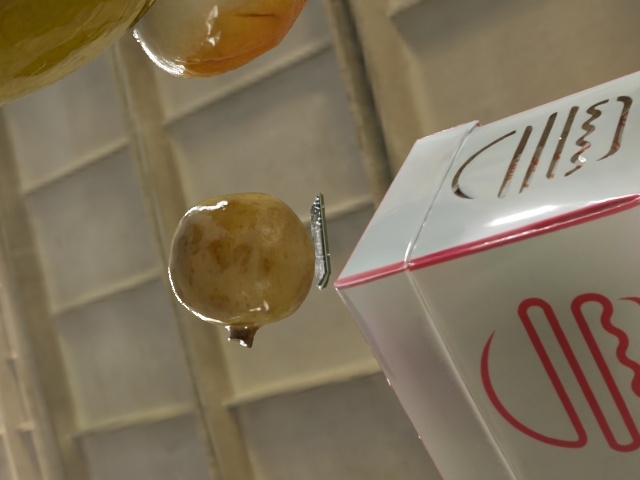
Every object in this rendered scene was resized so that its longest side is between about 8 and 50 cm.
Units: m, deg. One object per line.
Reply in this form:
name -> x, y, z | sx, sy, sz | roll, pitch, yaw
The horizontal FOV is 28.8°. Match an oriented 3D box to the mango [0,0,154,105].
mango -> -0.261, -0.226, 1.016 | 0.301, 0.445, 0.220 | -29, -72, 25

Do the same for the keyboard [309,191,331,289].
keyboard -> 0.000, 0.000, 1.714 | 0.049, 0.015, 0.129 | 105, -18, -58

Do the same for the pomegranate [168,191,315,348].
pomegranate -> -0.098, 0.037, 1.543 | 0.196, 0.196, 0.196 | 30, -53, 52

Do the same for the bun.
bun -> -0.086, -0.321, 1.476 | 0.165, 0.299, 0.299 | 28, -40, -1

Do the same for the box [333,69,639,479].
box -> 0.244, 0.051, 1.212 | 0.300, 0.314, 0.312 | -17, -67, 29
